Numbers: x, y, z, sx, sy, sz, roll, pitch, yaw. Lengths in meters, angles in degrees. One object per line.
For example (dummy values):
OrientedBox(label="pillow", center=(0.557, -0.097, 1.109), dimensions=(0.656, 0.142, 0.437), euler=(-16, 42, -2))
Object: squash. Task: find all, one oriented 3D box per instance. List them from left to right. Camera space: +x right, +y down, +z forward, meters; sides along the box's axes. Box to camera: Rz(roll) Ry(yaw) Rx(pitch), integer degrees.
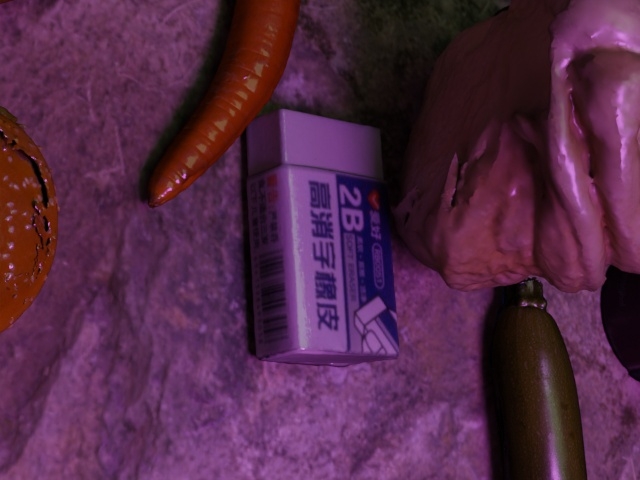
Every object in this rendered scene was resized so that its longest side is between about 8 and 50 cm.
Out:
OrientedBox(label="squash", center=(0.207, 0.176, 1.370), dimensions=(0.087, 0.087, 0.331), euler=(4, 76, -40))

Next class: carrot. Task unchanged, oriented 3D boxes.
OrientedBox(label="carrot", center=(-0.072, -0.132, 1.223), dimensions=(0.066, 0.062, 0.271), euler=(60, 45, -58))

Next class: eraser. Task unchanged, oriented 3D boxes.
OrientedBox(label="eraser", center=(0.000, 0.000, 1.244), dimensions=(0.124, 0.068, 0.210), euler=(7, 74, -40))

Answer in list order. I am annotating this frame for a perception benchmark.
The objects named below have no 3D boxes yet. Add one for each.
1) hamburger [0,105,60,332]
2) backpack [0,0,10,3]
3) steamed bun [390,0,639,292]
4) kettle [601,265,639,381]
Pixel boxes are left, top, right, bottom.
OrientedBox(label="hamburger", center=(-0.275, -0.013, 0.981), dimensions=(0.191, 0.118, 0.181), euler=(8, 72, -35))
OrientedBox(label="backpack", center=(-0.280, -0.341, 0.995), dimensions=(0.353, 0.201, 0.378), euler=(-16, 93, -40))
OrientedBox(label="steamed bun", center=(0.218, -0.095, 1.247), dimensions=(0.230, 0.372, 0.324), euler=(24, 55, -13))
OrientedBox(label="kettle", center=(0.418, 0.082, 1.472), dimensions=(0.144, 0.232, 0.202), euler=(30, 62, -31))
